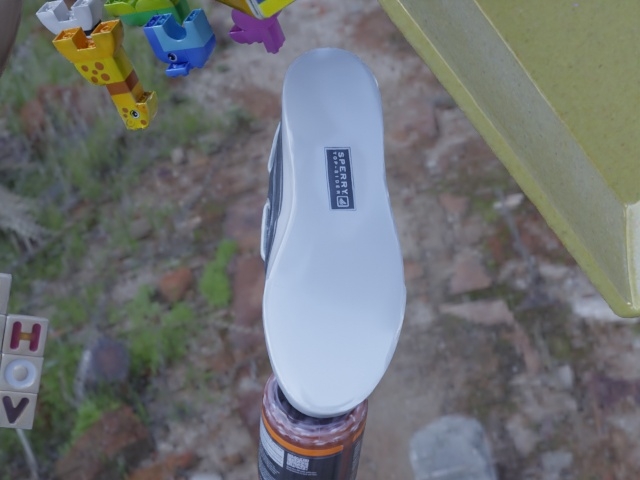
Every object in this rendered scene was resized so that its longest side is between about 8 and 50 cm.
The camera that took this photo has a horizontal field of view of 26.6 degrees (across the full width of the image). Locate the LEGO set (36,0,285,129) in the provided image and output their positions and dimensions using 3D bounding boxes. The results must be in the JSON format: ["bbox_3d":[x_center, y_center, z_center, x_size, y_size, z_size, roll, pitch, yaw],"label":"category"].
[{"bbox_3d":[-0.133,-0.147,1.096,0.227,0.093,0.087,-3,38,29],"label":"LEGO set"}]

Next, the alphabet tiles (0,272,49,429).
[{"bbox_3d":[-0.379,0.114,1.259,0.237,0.198,0.009,7,19,-16],"label":"alphabet tiles"}]

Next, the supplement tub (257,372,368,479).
[{"bbox_3d":[-0.008,0.183,1.338,0.106,0.198,0.106,3,51,-4],"label":"supplement tub"}]

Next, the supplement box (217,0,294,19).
[{"bbox_3d":[-0.076,-0.309,0.938,0.195,0.194,0.356,-35,31,-12],"label":"supplement box"}]

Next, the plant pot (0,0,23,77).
[{"bbox_3d":[-0.282,-0.158,0.725,0.237,0.237,0.110,3,17,30],"label":"plant pot"}]

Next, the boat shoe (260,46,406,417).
[{"bbox_3d":[0.000,0.000,1.070,0.108,0.102,0.301,1,67,-10],"label":"boat shoe"}]

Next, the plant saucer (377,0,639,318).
[{"bbox_3d":[0.240,-0.161,0.850,0.333,0.333,0.081,-35,28,11],"label":"plant saucer"}]
